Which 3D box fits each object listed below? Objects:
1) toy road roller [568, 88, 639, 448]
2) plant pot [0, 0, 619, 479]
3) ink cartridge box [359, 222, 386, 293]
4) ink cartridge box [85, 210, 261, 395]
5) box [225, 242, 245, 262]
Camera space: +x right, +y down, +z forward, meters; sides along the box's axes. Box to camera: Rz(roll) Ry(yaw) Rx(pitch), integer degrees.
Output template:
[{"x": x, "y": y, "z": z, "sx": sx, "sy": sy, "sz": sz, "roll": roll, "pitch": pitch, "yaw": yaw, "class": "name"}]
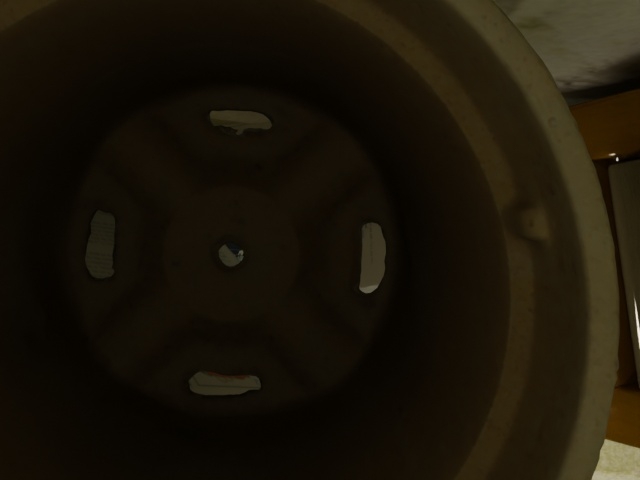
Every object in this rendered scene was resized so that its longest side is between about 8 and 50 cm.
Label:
[{"x": 0.254, "y": 0.005, "z": 0.713, "sx": 0.240, "sy": 0.202, "sz": 0.329, "roll": -9, "pitch": -178, "yaw": -15, "class": "toy road roller"}, {"x": -0.057, "y": 0.018, "z": 0.550, "sx": 0.334, "sy": 0.334, "sz": 0.305, "roll": 2, "pitch": -175, "yaw": 0, "class": "plant pot"}, {"x": 0.021, "y": 0.053, "z": 1.343, "sx": 0.219, "sy": 0.092, "sz": 0.160, "roll": -11, "pitch": 155, "yaw": 24, "class": "ink cartridge box"}, {"x": -0.171, "y": 0.060, "z": 0.840, "sx": 0.308, "sy": 0.091, "sz": 0.385, "roll": 9, "pitch": -150, "yaw": -45, "class": "ink cartridge box"}, {"x": -0.124, "y": 0.033, "z": 1.184, "sx": 0.220, "sy": 0.175, "sz": 0.051, "roll": 6, "pitch": -146, "yaw": -31, "class": "box"}]
